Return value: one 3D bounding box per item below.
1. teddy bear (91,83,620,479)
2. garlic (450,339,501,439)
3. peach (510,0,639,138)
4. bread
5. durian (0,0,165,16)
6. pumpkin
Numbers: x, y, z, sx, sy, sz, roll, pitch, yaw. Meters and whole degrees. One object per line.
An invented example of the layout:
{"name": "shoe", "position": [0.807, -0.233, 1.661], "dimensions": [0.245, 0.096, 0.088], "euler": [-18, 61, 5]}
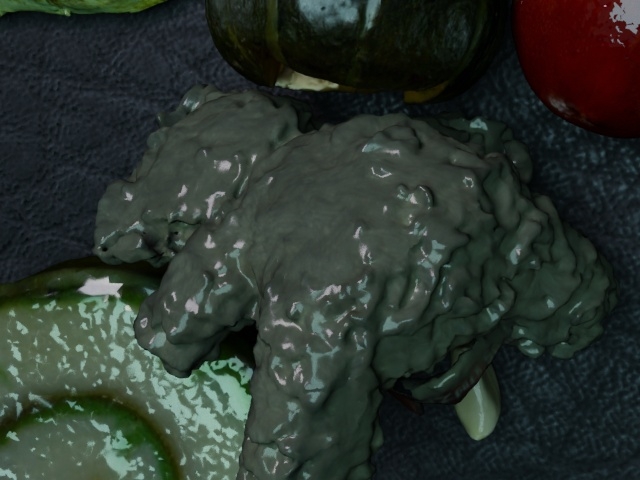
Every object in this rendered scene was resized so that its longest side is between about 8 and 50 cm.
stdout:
{"name": "teddy bear", "position": [0.000, 0.000, 1.055], "dimensions": [0.357, 0.224, 0.367], "euler": [-34, 45, -20]}
{"name": "garlic", "position": [0.126, 0.120, 1.110], "dimensions": [0.041, 0.053, 0.083], "euler": [-12, 98, 15]}
{"name": "peach", "position": [0.227, -0.167, 0.986], "dimensions": [0.197, 0.197, 0.197], "euler": [2, 96, 16]}
{"name": "bread", "position": [-0.178, 0.202, 1.170], "dimensions": [0.366, 0.129, 0.382], "euler": [-22, 90, 14]}
{"name": "durian", "position": [-0.267, -0.305, 1.180], "dimensions": [0.394, 0.163, 0.198], "euler": [-4, 133, 21]}
{"name": "pumpkin", "position": [0.027, -0.189, 1.019], "dimensions": [0.238, 0.238, 0.159], "euler": [5, 88, 16]}
